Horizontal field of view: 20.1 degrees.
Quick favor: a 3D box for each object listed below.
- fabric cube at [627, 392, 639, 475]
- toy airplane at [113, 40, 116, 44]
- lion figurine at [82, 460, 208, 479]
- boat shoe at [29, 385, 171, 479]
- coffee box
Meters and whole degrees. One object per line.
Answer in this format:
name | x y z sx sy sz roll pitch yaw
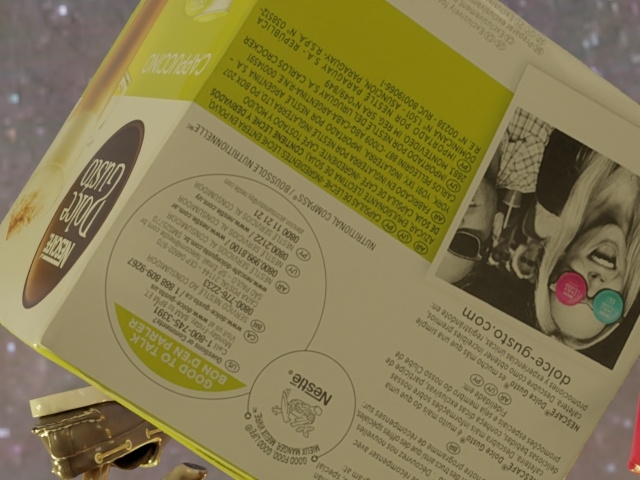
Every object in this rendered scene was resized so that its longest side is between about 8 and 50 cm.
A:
fabric cube | 0.429 0.100 1.450 0.259 0.254 0.258 -3 -72 -26
toy airplane | -0.166 -0.189 1.946 0.151 0.151 0.028 -4 -51 -9
lion figurine | -0.148 0.379 1.973 0.142 0.240 0.392 12 5 -45
boat shoe | -0.232 0.220 2.097 0.117 0.096 0.324 -15 -8 15
coffee box | 0.000 0.000 1.234 0.338 0.334 0.337 34 -6 -18
